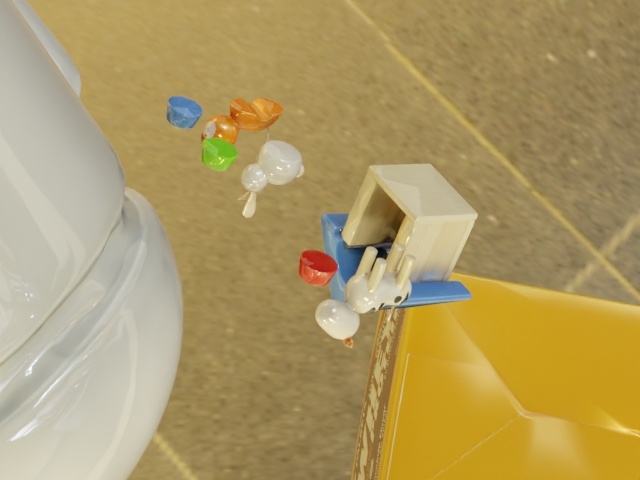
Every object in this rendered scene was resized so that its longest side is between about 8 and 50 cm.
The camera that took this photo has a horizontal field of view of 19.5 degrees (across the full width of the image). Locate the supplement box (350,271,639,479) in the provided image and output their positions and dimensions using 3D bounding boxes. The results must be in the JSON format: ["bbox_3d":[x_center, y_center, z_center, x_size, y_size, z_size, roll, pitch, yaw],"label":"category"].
[{"bbox_3d":[0.124,0.100,1.019,0.191,0.194,0.129,10,84,-2],"label":"supplement box"}]

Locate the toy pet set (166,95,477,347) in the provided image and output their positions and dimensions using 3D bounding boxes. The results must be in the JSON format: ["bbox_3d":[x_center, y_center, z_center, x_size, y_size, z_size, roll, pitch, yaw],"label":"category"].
[{"bbox_3d":[0.000,0.000,0.777,0.122,0.114,0.065,50,130,39],"label":"toy pet set"}]

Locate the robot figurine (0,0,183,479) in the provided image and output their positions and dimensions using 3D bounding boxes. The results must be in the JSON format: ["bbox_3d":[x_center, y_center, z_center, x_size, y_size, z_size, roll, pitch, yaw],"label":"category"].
[{"bbox_3d":[-0.179,-0.015,0.622,0.200,0.300,0.353,-14,121,35],"label":"robot figurine"}]
